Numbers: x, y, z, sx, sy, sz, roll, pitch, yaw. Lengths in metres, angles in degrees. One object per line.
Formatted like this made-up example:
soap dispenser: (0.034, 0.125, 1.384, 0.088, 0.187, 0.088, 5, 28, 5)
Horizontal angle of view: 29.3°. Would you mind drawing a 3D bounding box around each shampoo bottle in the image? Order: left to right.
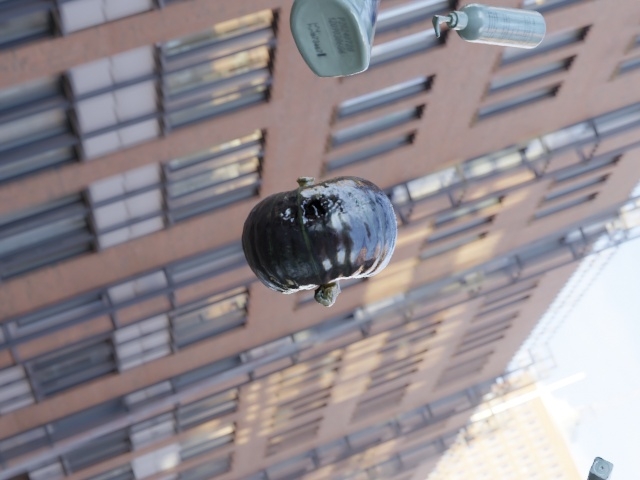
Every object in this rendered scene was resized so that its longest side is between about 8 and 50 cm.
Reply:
shampoo bottle: (0.038, -0.325, 1.381, 0.359, 0.078, 0.134, -79, 154, -44)
shampoo bottle: (0.230, -0.302, 1.703, 0.056, 0.195, 0.056, 1, -89, 51)

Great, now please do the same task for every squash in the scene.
squash: (-0.001, -0.006, 1.523, 0.156, 0.193, 0.193, 55, -14, -4)

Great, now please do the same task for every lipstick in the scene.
lipstick: (0.350, 0.308, 1.545, 0.025, 0.025, 0.107, 24, -28, 21)
